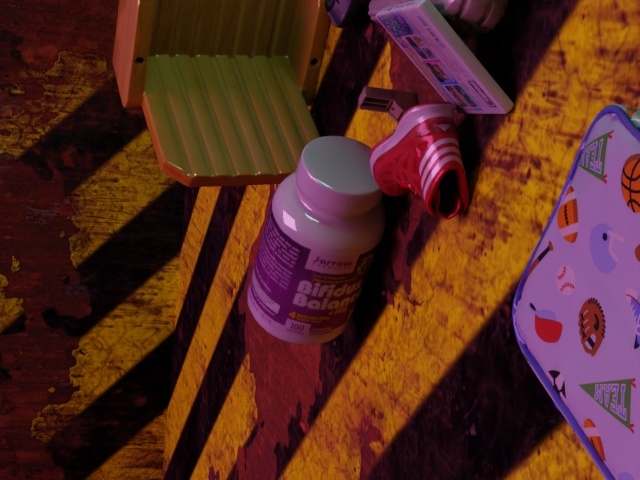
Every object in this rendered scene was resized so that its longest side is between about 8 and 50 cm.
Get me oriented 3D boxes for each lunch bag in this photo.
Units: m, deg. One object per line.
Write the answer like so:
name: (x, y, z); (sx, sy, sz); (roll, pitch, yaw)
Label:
lunch bag: (0.244, 0.062, 0.739); (0.303, 0.115, 0.243); (-113, 32, -52)

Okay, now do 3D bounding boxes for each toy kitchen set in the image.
toy kitchen set: (0.088, -0.153, 1.514); (0.068, 0.075, 0.083); (121, 152, -60)

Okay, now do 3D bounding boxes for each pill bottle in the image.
pill bottle: (0.000, 0.000, 1.625); (0.169, 0.169, 0.301); (-103, 22, -43)

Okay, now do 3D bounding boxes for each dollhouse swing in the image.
dollhouse swing: (-0.138, -0.303, 1.859); (0.305, 0.347, 0.315); (-121, 37, -47)

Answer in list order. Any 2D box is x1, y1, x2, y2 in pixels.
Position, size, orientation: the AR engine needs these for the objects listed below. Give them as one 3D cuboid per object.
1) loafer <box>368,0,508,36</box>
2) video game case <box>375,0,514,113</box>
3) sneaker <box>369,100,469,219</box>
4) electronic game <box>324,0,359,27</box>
loafer: (0.142, -0.302, 1.322); (0.319, 0.112, 0.111); (-159, 84, -71)
video game case: (0.139, -0.206, 1.263); (0.019, 0.157, 0.143); (-45, 16, -6)
sneaker: (0.120, -0.071, 1.380); (0.221, 0.087, 0.128); (108, 153, -68)
electronic game: (0.050, -0.448, 1.741); (0.229, 0.048, 0.229); (-171, 90, -79)
